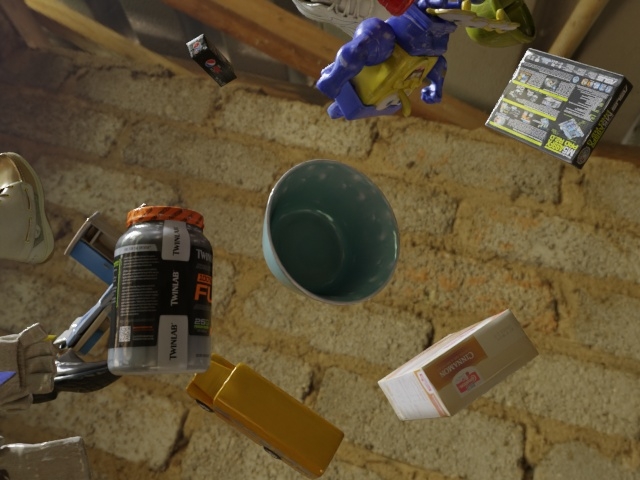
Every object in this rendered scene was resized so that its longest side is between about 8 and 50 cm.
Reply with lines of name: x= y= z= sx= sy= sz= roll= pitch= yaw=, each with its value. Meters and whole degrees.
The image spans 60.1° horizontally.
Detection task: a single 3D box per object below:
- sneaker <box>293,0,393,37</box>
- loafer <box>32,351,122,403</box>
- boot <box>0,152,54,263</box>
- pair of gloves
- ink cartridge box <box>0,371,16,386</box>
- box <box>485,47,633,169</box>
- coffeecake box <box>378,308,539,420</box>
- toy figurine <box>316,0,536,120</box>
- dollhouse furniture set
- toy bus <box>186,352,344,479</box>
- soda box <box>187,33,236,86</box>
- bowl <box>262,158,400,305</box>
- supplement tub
sneaker: x=0.049 y=-0.475 z=1.130 sx=0.297 sy=0.111 sz=0.129 roll=24 pitch=17 yaw=20
loafer: x=-0.369 y=0.190 z=0.808 sx=0.169 sy=0.061 sz=0.062 roll=-12 pitch=-33 yaw=7
boot: x=-0.548 y=-0.061 z=0.922 sx=0.077 sy=0.213 sz=0.165 roll=-25 pitch=-10 yaw=19
pair of gloves: x=-0.426 y=0.245 z=0.727 sx=0.204 sy=0.240 sz=0.042 roll=-18 pitch=5 yaw=-5
ink cartridge box: x=-0.483 y=0.157 z=0.446 sx=0.307 sy=0.072 sz=0.303 roll=-7 pitch=11 yaw=4
box: x=0.564 y=-0.323 z=1.337 sx=0.060 sy=0.216 sz=0.270 roll=13 pitch=20 yaw=-42
coffeecake box: x=0.173 y=0.171 z=0.732 sx=0.068 sy=0.142 sz=0.185 roll=58 pitch=-19 yaw=11
toy figurine: x=0.083 y=-0.231 z=0.628 sx=0.191 sy=0.362 sz=0.217 roll=53 pitch=-54 yaw=8
dollhouse furniture set: x=-0.496 y=0.074 z=1.217 sx=0.198 sy=0.303 sz=0.286 roll=39 pitch=-62 yaw=-11
toy bus: x=-0.122 y=0.365 z=1.171 sx=0.332 sy=0.108 sz=0.130 roll=33 pitch=-28 yaw=5
soda box: x=-0.303 y=-0.505 z=1.560 sx=0.060 sy=0.053 sz=0.169 roll=-26 pitch=-19 yaw=11
bowl: x=0.000 y=0.000 z=1.191 sx=0.311 sy=0.312 sz=0.163 roll=27 pitch=-27 yaw=-17
supplement tub: x=-0.187 y=0.062 z=0.659 sx=0.116 sy=0.191 sz=0.117 roll=-1 pitch=-12 yaw=0
